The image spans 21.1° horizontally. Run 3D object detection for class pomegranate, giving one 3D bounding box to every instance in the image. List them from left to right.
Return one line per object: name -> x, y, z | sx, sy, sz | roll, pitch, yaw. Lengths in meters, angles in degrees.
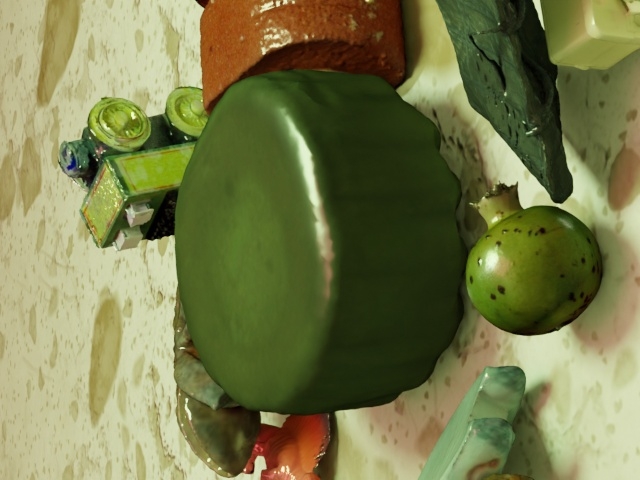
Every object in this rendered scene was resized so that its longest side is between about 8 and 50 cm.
pomegranate -> 0.185, 0.020, 1.493 | 0.130, 0.130, 0.130 | -176, 90, -65

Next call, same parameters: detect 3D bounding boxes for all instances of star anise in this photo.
star anise -> -0.119, 0.122, 2.007 | 0.315, 0.108, 0.315 | -175, 90, -81

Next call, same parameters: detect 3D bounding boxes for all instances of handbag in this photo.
handbag -> 0.156, -0.174, 1.477 | 0.175, 0.088, 0.270 | -102, -10, -62

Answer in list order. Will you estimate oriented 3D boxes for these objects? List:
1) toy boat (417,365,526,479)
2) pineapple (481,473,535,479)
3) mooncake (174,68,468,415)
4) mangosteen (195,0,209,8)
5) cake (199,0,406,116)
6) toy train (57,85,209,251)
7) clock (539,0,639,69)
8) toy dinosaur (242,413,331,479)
toy boat -> 0.144, 0.213, 1.590 | 0.134, 0.079, 0.208 | -71, 4, -53
pineapple -> 0.186, 0.322, 1.451 | 0.128, 0.128, 0.248 | -64, 38, 40
mooncake -> 0.000, 0.000, 1.772 | 0.356, 0.194, 0.356 | 6, 97, 58
mangosteen -> -0.140, -0.354, 2.234 | 0.140, 0.140, 0.140 | -176, 90, -65
cake -> -0.028, -0.213, 1.918 | 0.283, 0.177, 0.151 | -36, 54, 58
toy train -> -0.208, -0.093, 2.224 | 0.177, 0.261, 0.134 | 61, 143, 22
clock -> 0.246, -0.355, 1.423 | 0.276, 0.120, 0.379 | -38, 53, 54
toy dinosaur -> -0.040, 0.225, 2.034 | 0.139, 0.070, 0.286 | -66, 25, 16
